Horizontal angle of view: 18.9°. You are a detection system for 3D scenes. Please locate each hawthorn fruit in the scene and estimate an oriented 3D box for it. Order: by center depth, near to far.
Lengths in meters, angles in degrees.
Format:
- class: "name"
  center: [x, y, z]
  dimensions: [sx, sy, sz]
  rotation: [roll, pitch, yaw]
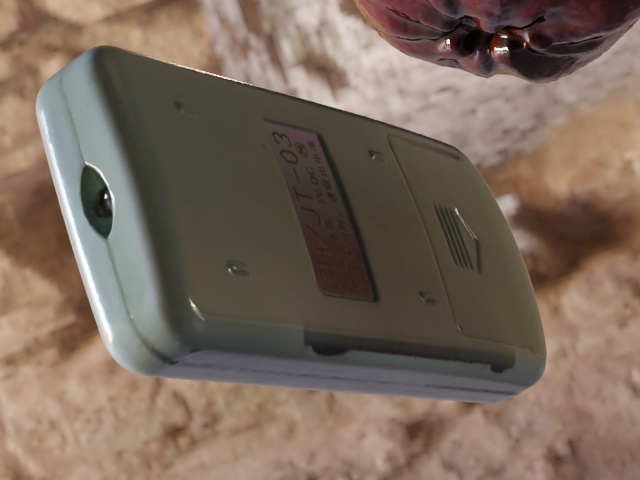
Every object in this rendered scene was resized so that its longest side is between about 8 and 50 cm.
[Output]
- class: "hawthorn fruit"
  center: [0.140, -0.265, 1.296]
  dimensions: [0.254, 0.254, 0.300]
  rotation: [-1, 66, 50]

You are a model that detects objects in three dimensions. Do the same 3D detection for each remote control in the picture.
- class: "remote control"
  center: [0.000, 0.000, 0.846]
  dimensions: [0.056, 0.140, 0.296]
  rotation: [-29, -22, 29]
